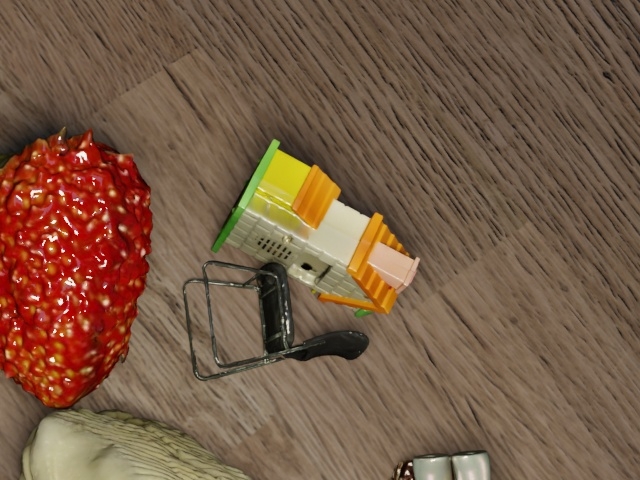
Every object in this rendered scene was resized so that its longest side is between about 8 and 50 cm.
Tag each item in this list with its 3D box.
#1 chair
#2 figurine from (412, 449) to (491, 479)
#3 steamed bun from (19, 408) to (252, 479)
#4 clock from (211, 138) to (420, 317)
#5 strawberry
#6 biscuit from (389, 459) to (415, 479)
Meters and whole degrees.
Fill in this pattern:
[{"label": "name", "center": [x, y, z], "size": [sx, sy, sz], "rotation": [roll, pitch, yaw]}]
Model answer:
[{"label": "chair", "center": [-0.060, 0.103, 1.938], "size": [0.221, 0.140, 0.145], "rotation": [-4, 79, -17]}, {"label": "figurine", "center": [0.201, 0.461, 1.835], "size": [0.225, 0.205, 0.381], "rotation": [9, 90, 7]}, {"label": "steamed bun", "center": [-0.221, 0.355, 1.741], "size": [0.324, 0.310, 0.219], "rotation": [30, 95, 30]}, {"label": "clock", "center": [0.000, 0.000, 1.943], "size": [0.255, 0.220, 0.106], "rotation": [28, 69, -6]}, {"label": "strawberry", "center": [-0.332, 0.036, 1.841], "size": [0.292, 0.292, 0.343], "rotation": [-11, 91, -18]}, {"label": "biscuit", "center": [0.207, 0.392, 1.956], "size": [0.252, 0.070, 0.106], "rotation": [22, 70, -8]}]
